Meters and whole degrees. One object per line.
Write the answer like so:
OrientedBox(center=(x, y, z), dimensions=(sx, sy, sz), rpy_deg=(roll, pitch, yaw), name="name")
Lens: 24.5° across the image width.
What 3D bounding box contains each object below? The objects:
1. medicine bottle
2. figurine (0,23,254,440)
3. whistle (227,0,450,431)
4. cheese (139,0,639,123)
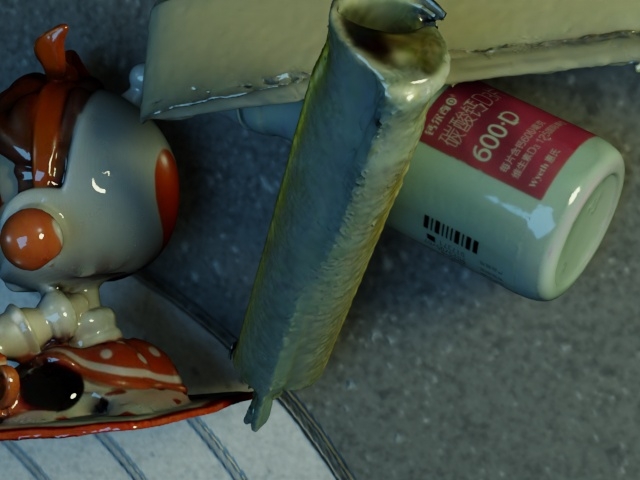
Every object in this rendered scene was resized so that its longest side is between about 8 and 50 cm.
OrientedBox(center=(0.047, -0.052, 0.778), dimensions=(0.217, 0.090, 0.090), rpy_deg=(29, 114, 23), name="medicine bottle")
OrientedBox(center=(-0.142, -0.007, 0.850), dimensions=(0.160, 0.183, 0.226), rpy_deg=(-5, 88, 18), name="figurine")
OrientedBox(center=(-0.001, 0.000, 0.742), dimensions=(0.057, 0.068, 0.326), rpy_deg=(25, 144, 3), name="whistle")
OrientedBox(center=(0.097, -0.115, 0.721), dimensions=(0.400, 0.034, 0.085), rpy_deg=(-6, 58, 17), name="cheese")
